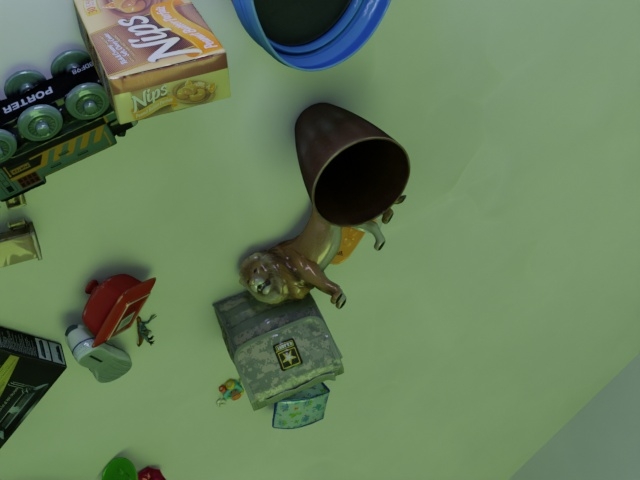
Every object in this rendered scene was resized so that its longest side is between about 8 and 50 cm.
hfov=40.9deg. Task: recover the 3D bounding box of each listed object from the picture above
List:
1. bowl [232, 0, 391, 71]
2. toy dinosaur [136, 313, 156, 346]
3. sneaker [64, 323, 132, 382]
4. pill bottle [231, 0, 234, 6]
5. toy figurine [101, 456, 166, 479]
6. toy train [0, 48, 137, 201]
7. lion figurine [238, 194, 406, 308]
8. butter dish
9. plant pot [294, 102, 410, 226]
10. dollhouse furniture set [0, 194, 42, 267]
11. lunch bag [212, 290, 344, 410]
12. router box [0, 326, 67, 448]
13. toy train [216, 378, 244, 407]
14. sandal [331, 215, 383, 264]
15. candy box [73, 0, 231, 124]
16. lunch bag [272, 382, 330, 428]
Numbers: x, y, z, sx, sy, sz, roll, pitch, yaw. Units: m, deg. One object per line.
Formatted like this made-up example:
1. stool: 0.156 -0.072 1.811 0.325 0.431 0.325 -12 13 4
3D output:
1. bowl: -0.004 -0.493 1.486 0.391 0.077 0.391 -29 132 -38
2. toy dinosaur: -0.417 0.210 2.000 0.090 0.047 0.082 -30 119 12
3. sneaker: -0.502 0.251 1.957 0.094 0.091 0.258 -31 157 -9
4. pill bottle: -0.127 -0.497 1.488 0.107 0.108 0.180 -26 136 -7
5. toy figurine: -0.471 0.660 2.298 0.159 0.173 0.130 21 99 -55
6. toy train: -0.490 -0.203 1.534 0.333 0.142 0.190 -27 148 -8
7. lion figurine: 0.000 0.000 1.972 0.392 0.240 0.142 -54 164 0
8. butter dish: -0.457 0.130 1.859 0.160 0.118 0.160 -58 172 19
9. plant pot: 0.038 -0.182 1.770 0.215 0.230 0.215 -16 135 -17
10. dollhouse furniture set: -0.649 -0.025 1.648 0.181 0.101 0.161 -16 109 -16
11. lunch bag: -0.099 0.245 2.032 0.235 0.287 0.169 -21 136 -10
12. router box: -0.748 0.327 1.884 0.242 0.081 0.309 27 112 -43
13. toy train: -0.192 0.413 2.301 0.166 0.046 0.125 -10 132 -22
14. sandal: 0.098 -0.031 2.050 0.101 0.076 0.265 5 125 -33
15. candy box: -0.282 -0.322 1.403 0.182 0.316 0.088 -17 134 -15
16. lunch bag: -0.063 0.450 2.371 0.151 0.096 0.129 -18 136 -29
